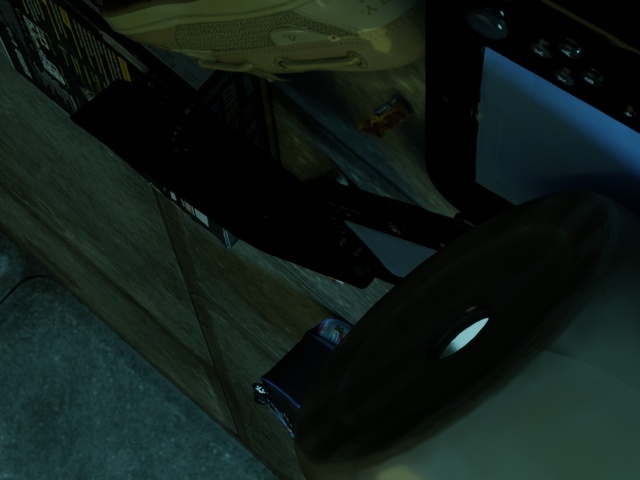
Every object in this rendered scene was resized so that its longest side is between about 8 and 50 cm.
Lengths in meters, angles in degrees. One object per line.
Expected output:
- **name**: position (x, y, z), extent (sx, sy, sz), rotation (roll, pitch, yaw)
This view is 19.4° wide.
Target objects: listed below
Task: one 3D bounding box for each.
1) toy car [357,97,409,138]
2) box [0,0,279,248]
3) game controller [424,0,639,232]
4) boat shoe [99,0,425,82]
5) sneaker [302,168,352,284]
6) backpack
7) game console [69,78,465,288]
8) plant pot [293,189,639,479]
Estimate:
- **toy car**: position (0.010, -0.118, 1.149), extent (0.040, 0.060, 0.122), rotation (-31, 133, 33)
- **box**: position (-0.152, -0.143, 1.442), extent (0.257, 0.079, 0.322), rotation (38, 167, 13)
- **game controller**: position (0.126, -0.045, 0.909), extent (0.166, 0.067, 0.319), rotation (40, 168, 15)
- **boat shoe**: position (-0.031, -0.130, 1.036), extent (0.098, 0.109, 0.302), rotation (49, 161, -21)
- **sneaker**: position (0.000, 0.000, 1.461), extent (0.084, 0.069, 0.185), rotation (50, 168, -6)
- **backpack**: position (0.040, 0.181, 1.839), extent (0.158, 0.117, 0.173), rotation (32, 163, 41)
- **game console**: position (0.010, -0.014, 1.201), extent (0.361, 0.044, 0.213), rotation (19, 167, 46)
- **plant pot**: position (0.146, 0.138, 0.896), extent (0.280, 0.323, 0.323), rotation (51, 166, -17)
